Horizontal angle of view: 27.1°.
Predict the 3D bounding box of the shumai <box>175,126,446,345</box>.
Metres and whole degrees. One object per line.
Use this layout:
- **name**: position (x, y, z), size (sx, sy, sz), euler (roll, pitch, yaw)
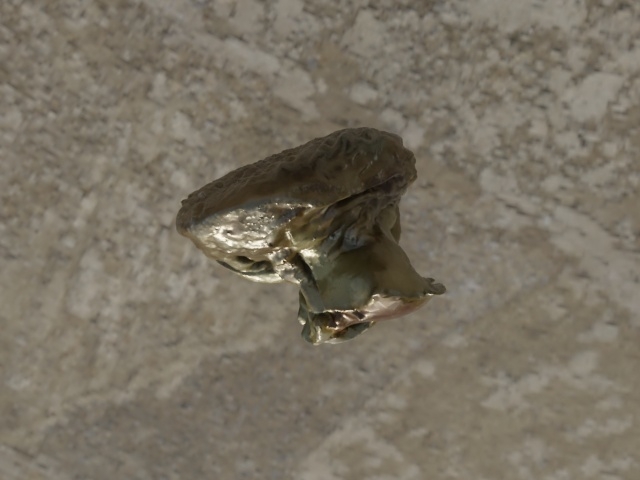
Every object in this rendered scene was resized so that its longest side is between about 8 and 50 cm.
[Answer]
- **shumai**: position (0.000, 0.000, 0.967), size (0.161, 0.209, 0.153), euler (-26, 92, 24)
